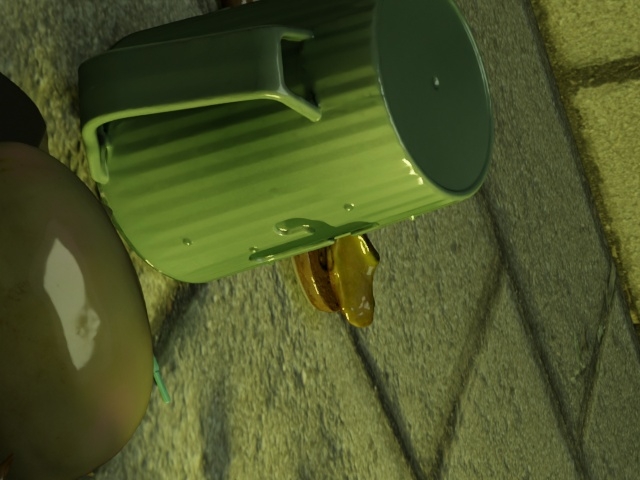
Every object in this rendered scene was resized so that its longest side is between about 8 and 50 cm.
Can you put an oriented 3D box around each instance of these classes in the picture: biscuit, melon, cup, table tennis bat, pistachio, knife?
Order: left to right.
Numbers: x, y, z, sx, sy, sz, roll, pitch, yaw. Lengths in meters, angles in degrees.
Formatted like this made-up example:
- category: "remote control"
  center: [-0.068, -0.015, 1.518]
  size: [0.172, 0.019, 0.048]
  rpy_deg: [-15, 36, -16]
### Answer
- category: "table tennis bat"
  center: [-0.301, -0.086, 1.332]
  size: [0.246, 0.022, 0.138]
  rpy_deg: [39, 50, -34]
- category: "melon"
  center: [-0.267, 0.071, 1.195]
  size: [0.223, 0.223, 0.317]
  rpy_deg: [-40, 118, -59]
- category: "knife"
  center: [-0.191, 0.148, 1.562]
  size: [0.014, 0.005, 0.091]
  rpy_deg: [-51, 127, -54]
- category: "cup"
  center: [-0.055, -0.117, 1.501]
  size: [0.401, 0.392, 0.310]
  rpy_deg: [-38, 111, -54]
- category: "biscuit"
  center: [0.000, 0.000, 1.929]
  size: [0.181, 0.049, 0.208]
  rpy_deg: [9, 78, -63]
- category: "pistachio"
  center: [0.042, 0.037, 1.899]
  size: [0.089, 0.049, 0.173]
  rpy_deg: [-24, 114, -37]

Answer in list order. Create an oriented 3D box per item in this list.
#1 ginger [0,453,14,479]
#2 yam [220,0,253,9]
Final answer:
- category: "ginger"
  center: [-0.239, 0.302, 1.090]
  size: [0.418, 0.176, 0.254]
  rpy_deg: [15, 92, -30]
- category: "yam"
  center: [-0.113, -0.329, 1.807]
  size: [0.046, 0.046, 0.264]
  rpy_deg: [-13, 94, -63]
